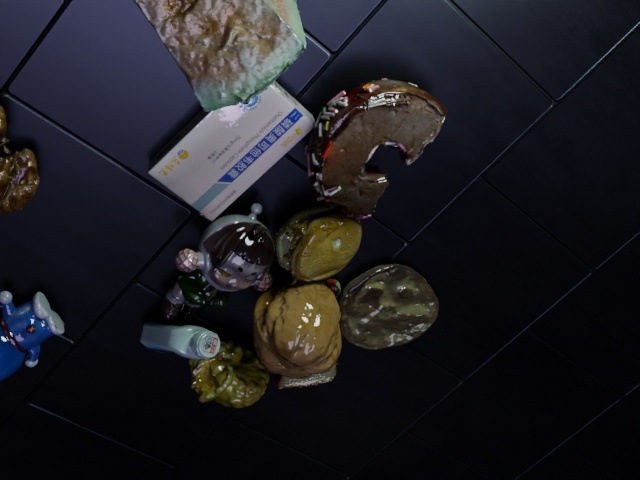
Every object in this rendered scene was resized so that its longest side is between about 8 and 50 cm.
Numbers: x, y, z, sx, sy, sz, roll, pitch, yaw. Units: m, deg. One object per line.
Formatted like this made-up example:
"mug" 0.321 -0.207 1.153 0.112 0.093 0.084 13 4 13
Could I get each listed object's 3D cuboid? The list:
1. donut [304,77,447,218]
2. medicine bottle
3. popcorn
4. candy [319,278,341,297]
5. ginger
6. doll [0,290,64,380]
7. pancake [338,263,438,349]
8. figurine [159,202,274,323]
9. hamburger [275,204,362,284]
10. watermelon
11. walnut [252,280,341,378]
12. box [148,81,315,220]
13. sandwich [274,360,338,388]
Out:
"donut" 0.092 -0.216 1.776 0.259 0.136 0.345 16 119 -35
"medicine bottle" -0.341 0.249 1.982 0.121 0.229 0.083 19 79 -41
"popcorn" -0.241 0.344 2.070 0.189 0.218 0.169 26 86 -53
"candy" -0.026 0.097 2.053 0.185 0.049 0.055 30 83 -18
"ginger" -0.759 -0.160 1.668 0.274 0.152 0.357 -21 127 4
"doll" -0.766 0.232 1.949 0.257 0.161 0.215 -30 112 -10
"pancake" 0.173 0.180 2.137 0.294 0.049 0.294 -7 127 -9
"figurine" -0.246 0.068 1.920 0.281 0.167 0.370 18 129 -42
"hamburger" 0.000 0.000 1.927 0.215 0.122 0.189 -22 134 -26
"watermelon" -0.186 -0.441 1.606 0.264 0.151 0.302 -31 106 14
"walnut" -0.052 0.212 1.968 0.257 0.257 0.224 16 135 -20
"box" -0.201 -0.216 1.786 0.343 0.065 0.200 -41 122 17
"sandwich" -0.044 0.300 2.168 0.186 0.065 0.214 -10 124 -4
